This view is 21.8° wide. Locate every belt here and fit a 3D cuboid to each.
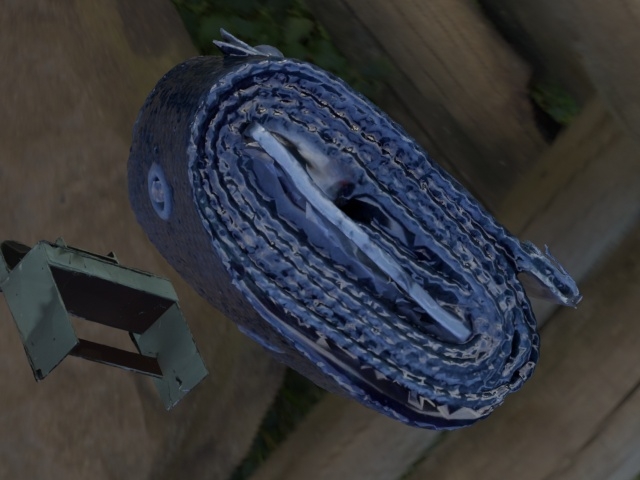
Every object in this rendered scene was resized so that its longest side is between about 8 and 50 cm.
[{"bbox_3d":[0.000,0.000,0.802,0.218,0.128,0.122,43,77,-24],"label":"belt"}]

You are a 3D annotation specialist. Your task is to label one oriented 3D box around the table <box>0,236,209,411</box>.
[{"bbox_3d":[-0.188,0.047,1.354,0.062,0.175,0.146,-44,143,22],"label":"table"}]
